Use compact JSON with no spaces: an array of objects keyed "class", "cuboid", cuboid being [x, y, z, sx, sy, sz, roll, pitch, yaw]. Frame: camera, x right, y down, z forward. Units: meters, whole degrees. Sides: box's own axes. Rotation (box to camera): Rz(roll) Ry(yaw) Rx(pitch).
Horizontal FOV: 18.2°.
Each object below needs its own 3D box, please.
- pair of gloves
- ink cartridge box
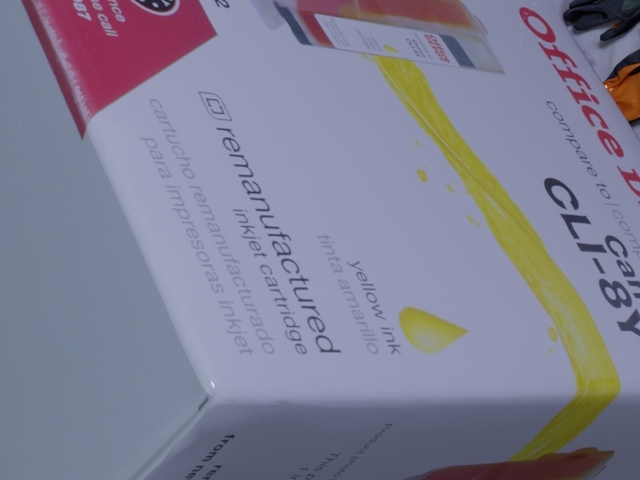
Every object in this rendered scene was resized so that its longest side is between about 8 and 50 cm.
[{"class":"pair of gloves","cuboid":[0.162,-0.103,1.052,0.074,0.010,0.083,-17,73,42]},{"class":"ink cartridge box","cuboid":[0.000,0.000,0.935,0.160,0.385,0.279,-46,57,33]}]
